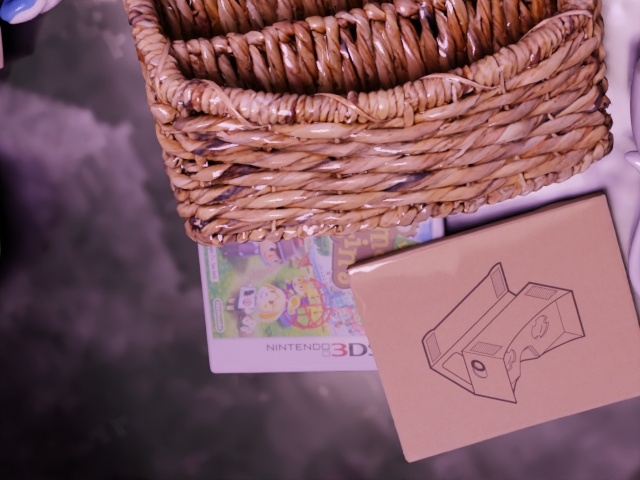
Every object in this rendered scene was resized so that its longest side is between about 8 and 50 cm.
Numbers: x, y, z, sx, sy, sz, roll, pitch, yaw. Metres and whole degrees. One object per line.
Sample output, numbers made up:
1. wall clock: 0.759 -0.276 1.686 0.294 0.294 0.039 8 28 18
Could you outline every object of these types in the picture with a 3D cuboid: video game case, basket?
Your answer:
1. video game case: 0.000 0.000 1.215 0.193 0.023 0.212 -2 105 10
2. basket: 0.027 -0.143 1.022 0.299 0.213 0.223 -11 115 -4

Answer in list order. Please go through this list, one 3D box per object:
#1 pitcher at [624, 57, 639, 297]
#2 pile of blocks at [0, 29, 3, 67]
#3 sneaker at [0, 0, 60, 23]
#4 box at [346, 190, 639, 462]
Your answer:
1. pitcher: 0.277 -0.042 1.114 0.178 0.125 0.207 -17 114 29
2. pile of blocks: -0.330 -0.259 1.171 0.112 0.149 0.362 -29 114 -27
3. sneaker: -0.266 -0.283 1.039 0.323 0.130 0.236 31 81 -36
4. box: 0.138 0.067 1.195 0.201 0.021 0.164 -17 104 5
